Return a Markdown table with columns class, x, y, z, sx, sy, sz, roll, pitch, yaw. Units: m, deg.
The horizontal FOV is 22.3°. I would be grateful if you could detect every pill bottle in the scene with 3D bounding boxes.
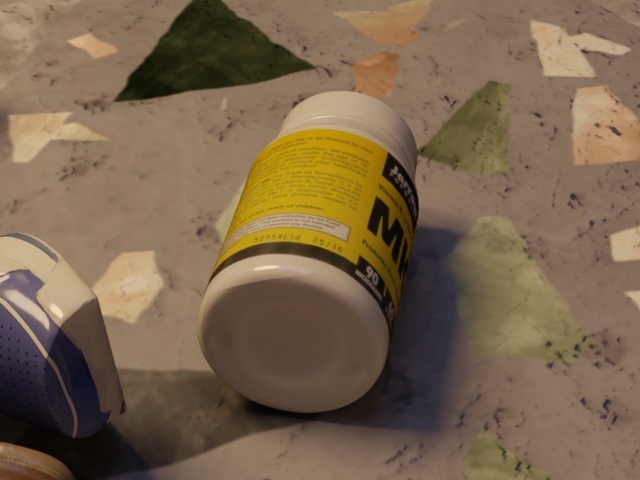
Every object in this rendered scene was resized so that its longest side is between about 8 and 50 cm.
| class | x | y | z | sx | sy | sz | roll | pitch | yaw |
| --- | --- | --- | --- | --- | --- | --- | --- | --- | --- |
| pill bottle | 0.000 | 0.000 | 1.043 | 0.119 | 0.119 | 0.208 | 6 | 39 | 9 |

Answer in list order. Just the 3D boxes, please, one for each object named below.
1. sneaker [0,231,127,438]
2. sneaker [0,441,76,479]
| class | x | y | z | sx | sy | sz | roll | pitch | yaw |
| --- | --- | --- | --- | --- | --- | --- | --- | --- | --- |
| sneaker | -0.276 | 0.065 | 0.983 | 0.315 | 0.127 | 0.182 | 23 | 47 | 37 |
| sneaker | -0.231 | 0.156 | 0.914 | 0.188 | 0.066 | 0.071 | 0 | 55 | 10 |
